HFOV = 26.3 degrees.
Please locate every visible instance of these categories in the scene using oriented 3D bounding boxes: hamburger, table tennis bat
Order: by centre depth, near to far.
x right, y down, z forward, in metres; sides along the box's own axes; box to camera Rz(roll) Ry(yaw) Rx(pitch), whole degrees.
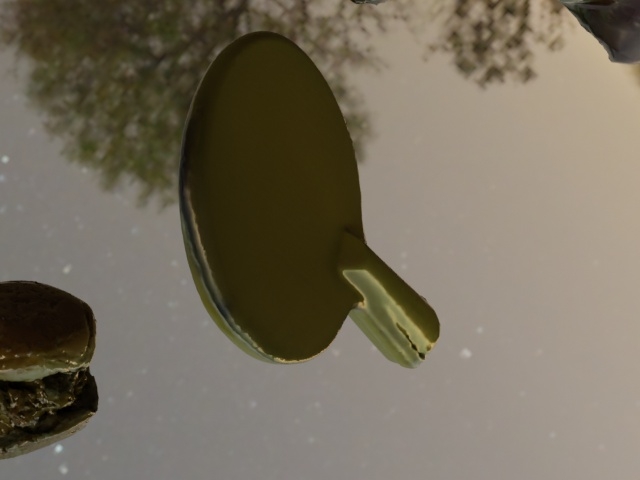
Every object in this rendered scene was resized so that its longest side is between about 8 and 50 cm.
[{"bbox_3d":[0.000,0.000,0.989,0.369,0.054,0.224,44,-130,-52],"label":"table tennis bat"},{"bbox_3d":[-0.277,0.097,1.216,0.159,0.131,0.185,-21,-140,-31],"label":"hamburger"}]

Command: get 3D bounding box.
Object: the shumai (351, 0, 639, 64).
[{"bbox_3d":[0.096,-0.217,0.674,0.204,0.222,0.271,1,-113,-22],"label":"shumai"}]
